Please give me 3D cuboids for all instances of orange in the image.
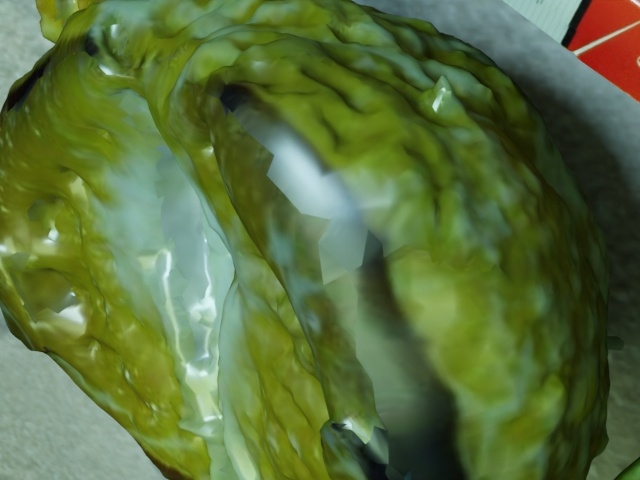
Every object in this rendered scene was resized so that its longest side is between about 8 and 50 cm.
[{"bbox_3d":[0.000,0.000,0.802,0.369,0.210,0.271,25,140,49],"label":"orange"}]

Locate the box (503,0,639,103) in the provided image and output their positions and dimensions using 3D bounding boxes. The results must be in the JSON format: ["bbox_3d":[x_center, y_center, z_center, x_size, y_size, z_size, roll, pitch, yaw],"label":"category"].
[{"bbox_3d":[0.112,-0.129,0.718,0.152,0.100,0.048,41,138,13],"label":"box"}]

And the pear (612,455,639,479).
[{"bbox_3d":[0.157,0.241,0.784,0.176,0.282,0.286,38,135,28],"label":"pear"}]

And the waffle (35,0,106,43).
[{"bbox_3d":[-0.123,-0.211,0.899,0.253,0.056,0.249,42,135,9],"label":"waffle"}]
